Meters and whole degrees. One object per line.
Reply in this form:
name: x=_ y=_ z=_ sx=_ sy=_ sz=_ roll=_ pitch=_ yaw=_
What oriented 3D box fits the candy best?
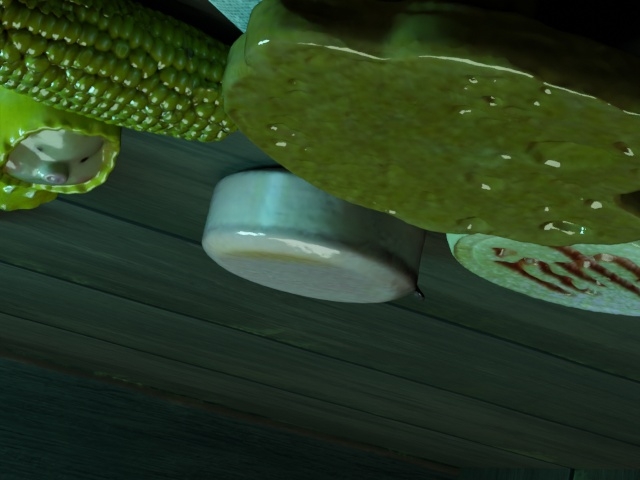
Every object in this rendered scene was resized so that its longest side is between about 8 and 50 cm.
candy: x=0.000 y=0.000 z=1.505 sx=0.255 sy=0.094 sz=0.255 roll=11 pitch=165 yaw=3

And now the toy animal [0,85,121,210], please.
toy animal: x=-0.268 y=-0.103 z=1.265 sx=0.156 sy=0.156 sz=0.230 roll=21 pitch=152 yaw=-32

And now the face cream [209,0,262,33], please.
face cream: x=-0.032 y=-0.166 z=1.000 sx=0.092 sy=0.058 sz=0.244 roll=10 pitch=163 yaw=39

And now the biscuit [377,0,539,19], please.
biscuit: x=0.060 y=-0.167 z=0.922 sx=0.170 sy=0.050 sz=0.170 roll=11 pitch=165 yaw=3

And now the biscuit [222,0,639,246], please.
biscuit: x=0.106 y=-0.080 z=0.978 sx=0.351 sy=0.057 sz=0.312 roll=8 pitch=161 yaw=20

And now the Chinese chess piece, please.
Chinese chess piece: x=0.247 y=-0.019 z=1.224 sx=0.270 sy=0.112 sz=0.270 roll=12 pitch=165 yaw=3

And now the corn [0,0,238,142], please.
corn: x=-0.193 y=-0.153 z=1.063 sx=0.318 sy=0.115 sz=0.115 roll=21 pitch=163 yaw=-31
